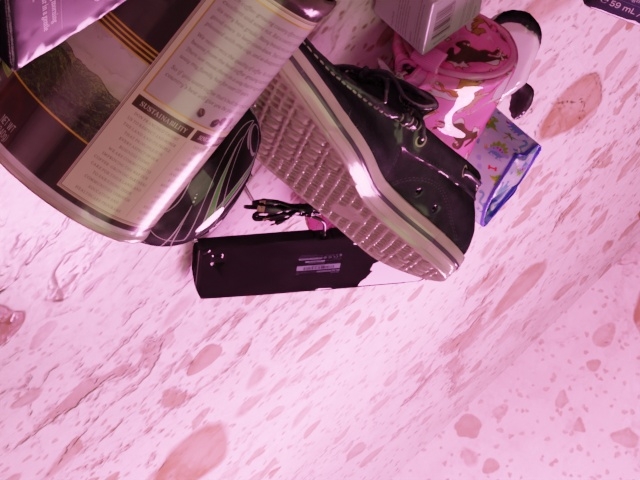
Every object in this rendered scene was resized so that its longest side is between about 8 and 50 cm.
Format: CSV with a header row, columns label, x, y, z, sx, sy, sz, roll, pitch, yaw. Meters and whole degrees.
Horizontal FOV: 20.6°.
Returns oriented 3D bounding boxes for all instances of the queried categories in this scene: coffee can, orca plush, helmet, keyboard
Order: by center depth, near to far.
label,x,y,z,sx,sy,sz,roll,pitch,yaw
coffee can,-0.149,-0.164,1.537,0.275,0.201,0.201,-50,160,12
helmet,-0.151,-0.078,1.766,0.161,0.169,0.169,-54,166,-29
keyboard,0.000,0.000,2.182,0.317,0.033,0.201,-5,145,-12
orca plush,0.206,-0.213,2.320,0.102,0.151,0.287,-71,180,-45

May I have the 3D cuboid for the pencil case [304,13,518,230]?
label,x,y,z,sx,sy,sz,roll,pitch,yaw
pencil case,0.108,-0.122,2.214,0.160,0.167,0.386,-88,-164,-44

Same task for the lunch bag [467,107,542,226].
label,x,y,z,sx,sy,sz,roll,pitch,yaw
lunch bag,0.222,-0.112,2.503,0.096,0.129,0.151,-22,149,-48

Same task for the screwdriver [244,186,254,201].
label,x,y,z,sx,sy,sz,roll,pitch,yaw
screwdriver,-0.095,-0.067,2.109,0.170,0.024,0.025,74,32,-70

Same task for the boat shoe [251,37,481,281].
label,x,y,z,sx,sy,sz,roll,pitch,yaw
boat shoe,0.037,-0.124,1.945,0.500,0.187,0.156,42,71,-48

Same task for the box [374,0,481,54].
label,x,y,z,sx,sy,sz,roll,pitch,yaw
box,0.128,-0.292,2.019,0.102,0.087,0.101,-38,159,-23

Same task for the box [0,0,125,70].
label,x,y,z,sx,sy,sz,roll,pitch,yaw
box,-0.150,-0.345,1.214,0.312,0.179,0.343,-35,158,-25

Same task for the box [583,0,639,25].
label,x,y,z,sx,sy,sz,roll,pitch,yaw
box,0.520,-0.407,2.233,0.182,0.296,0.294,-89,-159,-51
